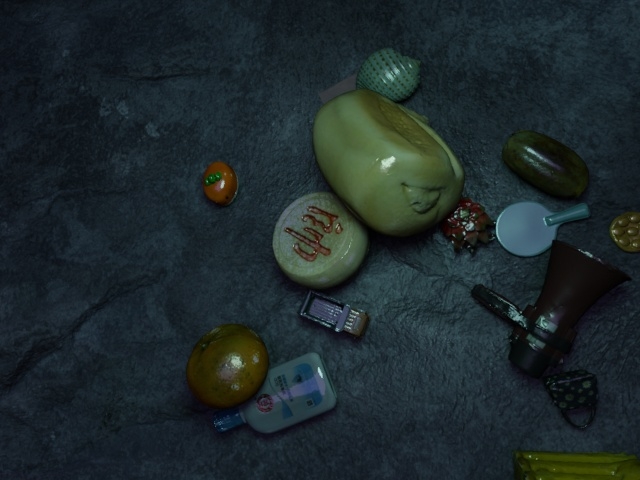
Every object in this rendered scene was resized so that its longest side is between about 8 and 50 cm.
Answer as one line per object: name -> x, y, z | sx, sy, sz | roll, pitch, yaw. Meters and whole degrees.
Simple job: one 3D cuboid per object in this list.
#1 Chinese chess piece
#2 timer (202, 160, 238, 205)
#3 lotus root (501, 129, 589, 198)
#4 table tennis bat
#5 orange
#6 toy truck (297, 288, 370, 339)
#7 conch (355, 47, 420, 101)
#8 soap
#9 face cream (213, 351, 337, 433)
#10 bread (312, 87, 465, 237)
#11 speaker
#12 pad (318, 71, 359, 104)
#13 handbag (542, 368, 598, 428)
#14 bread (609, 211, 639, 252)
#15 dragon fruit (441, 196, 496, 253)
Chinese chess piece -> 0.000, 0.000, 1.342 | 0.270, 0.112, 0.270 | -11, 64, 23
timer -> -0.300, -0.173, 1.463 | 0.099, 0.136, 0.136 | -12, 78, 3
lotus root -> 0.594, -0.203, 1.303 | 0.241, 0.123, 0.124 | 37, 97, 17
table tennis bat -> 0.593, -0.046, 1.318 | 0.244, 0.040, 0.153 | -19, 78, 11
orange -> -0.249, 0.327, 1.303 | 0.240, 0.171, 0.240 | -26, 32, 18
toy truck -> 0.036, 0.201, 1.345 | 0.192, 0.092, 0.083 | 22, 83, 13
conch -> 0.189, -0.478, 1.419 | 0.200, 0.131, 0.172 | -23, 80, 1
soap -> 0.593, 0.560, 1.094 | 0.281, 0.259, 0.143 | -1, 85, 13
face cream -> -0.130, 0.434, 1.337 | 0.336, 0.080, 0.163 | -23, 73, 5
bread -> 0.163, -0.192, 1.262 | 0.376, 0.348, 0.253 | 53, 128, 34
speaker -> 0.547, 0.151, 1.222 | 0.259, 0.198, 0.329 | 36, 96, 2
pad -> 0.097, -0.449, 1.499 | 0.187, 0.006, 0.113 | -27, 77, 5
handbag -> 0.629, 0.397, 1.219 | 0.115, 0.072, 0.139 | -14, 90, 6
bread -> 0.811, -0.023, 1.278 | 0.110, 0.024, 0.110 | -2, 81, 10
dragon fruit -> 0.392, -0.046, 1.315 | 0.130, 0.121, 0.142 | -14, 106, 30
